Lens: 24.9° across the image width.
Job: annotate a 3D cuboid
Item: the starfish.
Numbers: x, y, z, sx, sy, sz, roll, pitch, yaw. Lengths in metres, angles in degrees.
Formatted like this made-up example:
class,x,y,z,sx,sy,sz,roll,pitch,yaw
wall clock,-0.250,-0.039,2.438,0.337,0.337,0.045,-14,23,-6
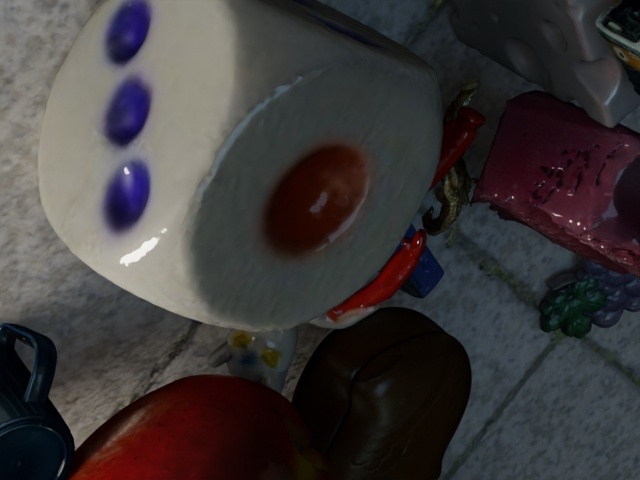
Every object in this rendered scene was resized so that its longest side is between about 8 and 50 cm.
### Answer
class,x,y,z,sx,sy,sz,roll,pitch,yaw
starfish,0.142,-0.084,1.482,0.053,0.150,0.209,5,133,-1

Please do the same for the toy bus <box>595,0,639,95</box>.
class,x,y,z,sx,sy,sz,roll,pitch,yaw
toy bus,0.384,-0.220,1.243,0.275,0.138,0.167,-47,136,-5

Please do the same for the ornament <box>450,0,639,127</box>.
class,x,y,z,sx,sy,sz,roll,pitch,yaw
ornament,0.252,-0.300,1.356,0.240,0.239,0.239,-38,133,-10

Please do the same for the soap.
class,x,y,z,sx,sy,sz,roll,pitch,yaw
soap,0.281,-0.049,1.508,0.325,0.220,0.127,26,90,-57

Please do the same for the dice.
class,x,y,z,sx,sy,sz,roll,pitch,yaw
dice,-0.071,-0.086,1.242,0.243,0.251,0.259,15,107,-43

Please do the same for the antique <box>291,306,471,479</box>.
class,x,y,z,sx,sy,sz,roll,pitch,yaw
antique,0.059,0.186,1.571,0.223,0.129,0.278,-41,146,-20

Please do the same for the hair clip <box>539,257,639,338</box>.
class,x,y,z,sx,sy,sz,roll,pitch,yaw
hair clip,0.350,0.050,1.790,0.195,0.052,0.124,-30,122,-8

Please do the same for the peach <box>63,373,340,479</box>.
class,x,y,z,sx,sy,sz,roll,pitch,yaw
peach,-0.141,0.290,1.365,0.338,0.281,0.281,-39,134,4

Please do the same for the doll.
class,x,y,z,sx,sy,sz,roll,pitch,yaw
doll,0.000,0.000,1.421,0.384,0.188,0.099,-62,172,20

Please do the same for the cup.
class,x,y,z,sx,sy,sz,roll,pitch,yaw
cup,-0.296,0.151,1.297,0.113,0.138,0.150,-16,125,-29

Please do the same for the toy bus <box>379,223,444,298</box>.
class,x,y,z,sx,sy,sz,roll,pitch,yaw
toy bus,0.078,0.003,1.539,0.051,0.061,0.153,-47,133,-10
